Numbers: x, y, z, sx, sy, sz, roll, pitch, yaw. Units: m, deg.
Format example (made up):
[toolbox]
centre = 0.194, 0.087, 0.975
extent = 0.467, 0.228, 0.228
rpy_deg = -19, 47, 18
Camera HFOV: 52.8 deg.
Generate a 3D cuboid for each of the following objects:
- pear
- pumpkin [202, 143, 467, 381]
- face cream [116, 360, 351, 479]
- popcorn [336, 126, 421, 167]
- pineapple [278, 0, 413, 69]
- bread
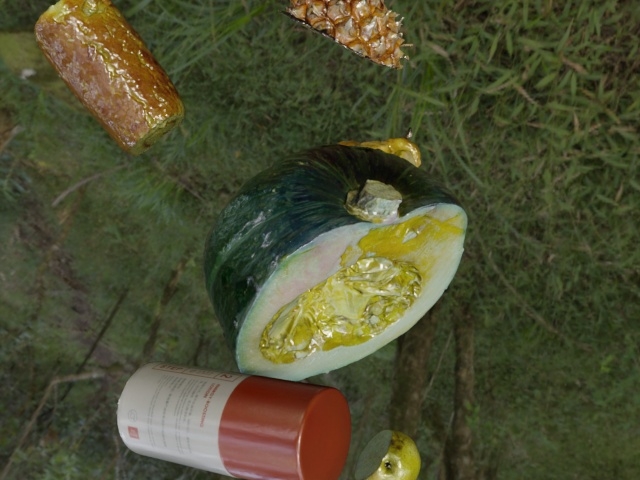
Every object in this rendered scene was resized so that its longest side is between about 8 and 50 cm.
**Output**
[pear]
centre = 0.144, 0.461, 1.313
extent = 0.104, 0.141, 0.141
rpy_deg = 38, 142, -3
[pumpkin]
centre = 0.000, 0.000, 0.752
extent = 0.197, 0.293, 0.263
rpy_deg = 52, 139, 34
[face cream]
centre = -0.085, 0.175, 0.619
extent = 0.214, 0.096, 0.096
rpy_deg = 0, 135, 31
[popcorn]
centre = 0.062, -0.088, 1.014
extent = 0.194, 0.163, 0.140
rpy_deg = -4, 115, 35
[pineapple]
centre = 0.093, -0.476, 1.148
extent = 0.262, 0.262, 0.271
rpy_deg = 27, 107, 2
[bread]
centre = -0.240, -0.192, 0.755
extent = 0.172, 0.103, 0.132
rpy_deg = 54, 173, -8
